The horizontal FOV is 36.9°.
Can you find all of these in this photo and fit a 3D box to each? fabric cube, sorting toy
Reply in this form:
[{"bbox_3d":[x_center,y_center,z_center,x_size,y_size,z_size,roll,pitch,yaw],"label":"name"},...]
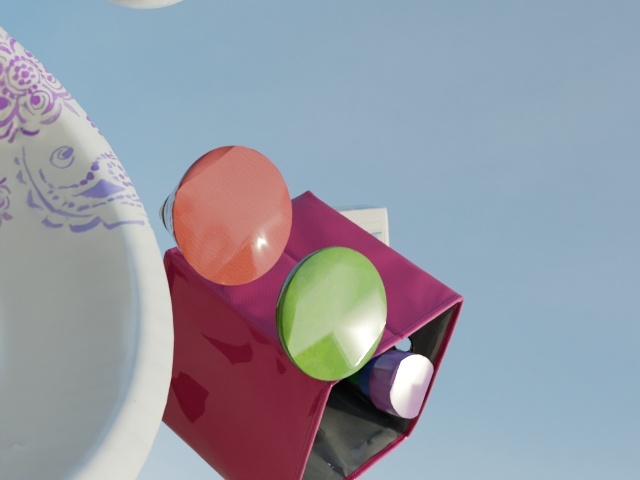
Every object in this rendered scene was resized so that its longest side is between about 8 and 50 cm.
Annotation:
[{"bbox_3d":[-0.027,0.136,1.163,0.258,0.259,0.254,35,-50,27],"label":"fabric cube"},{"bbox_3d":[-0.035,0.051,0.938,0.126,0.127,0.365,5,-34,52],"label":"sorting toy"}]

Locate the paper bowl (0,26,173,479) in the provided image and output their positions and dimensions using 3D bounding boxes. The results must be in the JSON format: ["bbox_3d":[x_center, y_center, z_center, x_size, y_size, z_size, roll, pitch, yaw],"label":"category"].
[{"bbox_3d":[-0.206,0.023,0.336,0.284,0.284,0.148,46,-61,-8],"label":"paper bowl"}]

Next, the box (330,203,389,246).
[{"bbox_3d":[0.000,0.000,1.587,0.114,0.203,0.103,-159,-116,-75],"label":"box"}]

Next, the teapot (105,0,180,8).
[{"bbox_3d":[-0.233,-0.382,1.120,0.252,0.187,0.256,42,-63,-7],"label":"teapot"}]
